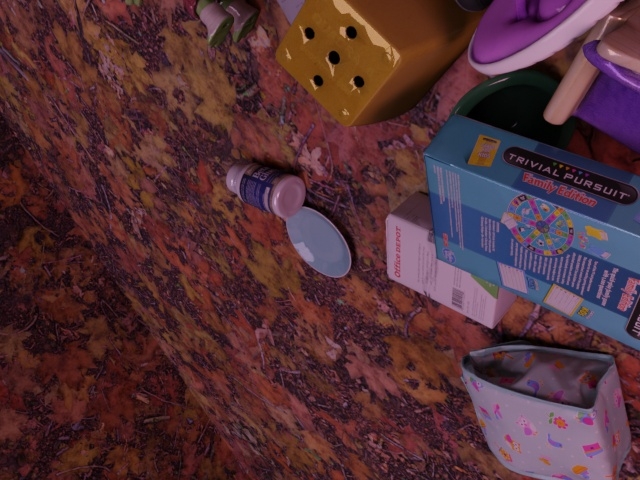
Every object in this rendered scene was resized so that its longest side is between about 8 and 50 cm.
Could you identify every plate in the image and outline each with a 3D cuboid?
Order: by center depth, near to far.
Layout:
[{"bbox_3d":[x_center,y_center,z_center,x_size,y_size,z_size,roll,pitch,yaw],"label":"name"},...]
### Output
[{"bbox_3d":[0.000,0.000,1.431,0.188,0.024,0.188,32,144,27],"label":"plate"}]

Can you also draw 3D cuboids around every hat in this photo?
[{"bbox_3d":[0.241,-0.187,0.952,0.209,0.183,0.173,-25,121,13],"label":"hat"}]

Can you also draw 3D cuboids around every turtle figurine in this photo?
[{"bbox_3d":[-0.267,-0.438,1.158,0.266,0.274,0.198,44,-179,3],"label":"turtle figurine"}]

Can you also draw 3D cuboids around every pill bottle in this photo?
[{"bbox_3d":[-0.123,-0.115,1.395,0.170,0.094,0.094,22,138,36],"label":"pill bottle"}]

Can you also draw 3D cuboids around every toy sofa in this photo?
[{"bbox_3d":[0.428,-0.101,0.678,0.363,0.177,0.150,38,145,17],"label":"toy sofa"}]

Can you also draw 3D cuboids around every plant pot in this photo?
[{"bbox_3d":[0.065,-0.280,0.881,0.212,0.187,0.212,45,139,1],"label":"plant pot"}]

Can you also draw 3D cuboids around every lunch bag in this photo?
[{"bbox_3d":[0.391,0.304,1.149,0.262,0.160,0.223,1,125,43],"label":"lunch bag"}]

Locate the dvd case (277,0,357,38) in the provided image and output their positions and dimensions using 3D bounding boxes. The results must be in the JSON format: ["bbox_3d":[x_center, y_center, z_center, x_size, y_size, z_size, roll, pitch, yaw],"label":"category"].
[{"bbox_3d":[0.017,-0.367,1.036,0.179,0.030,0.238,-11,113,54],"label":"dvd case"}]

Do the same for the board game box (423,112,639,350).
[{"bbox_3d":[0.303,-0.001,0.812,0.336,0.079,0.253,26,158,27],"label":"board game box"}]

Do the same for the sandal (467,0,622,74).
[{"bbox_3d":[0.288,-0.321,0.628,0.102,0.169,0.416,31,142,-23],"label":"sandal"}]

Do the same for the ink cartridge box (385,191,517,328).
[{"bbox_3d":[0.229,0.030,1.122,0.220,0.093,0.160,27,141,32],"label":"ink cartridge box"}]

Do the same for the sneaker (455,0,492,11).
[{"bbox_3d":[0.219,-0.374,0.722,0.106,0.101,0.267,33,144,21],"label":"sneaker"}]
